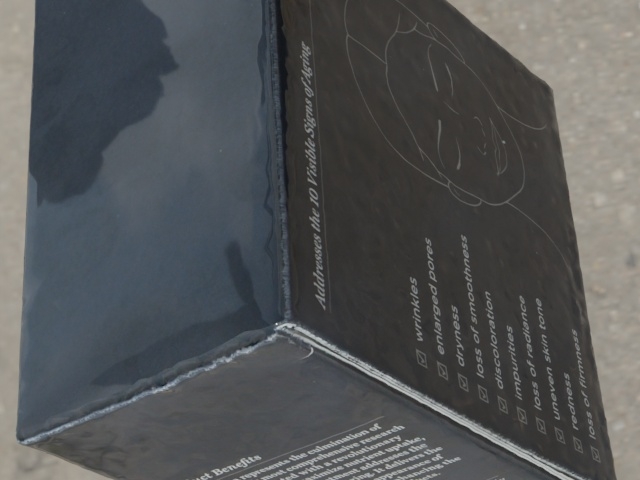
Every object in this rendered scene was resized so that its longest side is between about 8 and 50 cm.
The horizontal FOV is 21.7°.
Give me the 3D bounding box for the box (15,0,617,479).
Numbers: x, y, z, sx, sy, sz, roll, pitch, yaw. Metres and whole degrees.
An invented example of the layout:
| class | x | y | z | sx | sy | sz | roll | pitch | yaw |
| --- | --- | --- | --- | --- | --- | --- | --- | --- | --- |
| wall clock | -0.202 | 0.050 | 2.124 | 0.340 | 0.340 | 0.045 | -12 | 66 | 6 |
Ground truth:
| class | x | y | z | sx | sy | sz | roll | pitch | yaw |
| --- | --- | --- | --- | --- | --- | --- | --- | --- | --- |
| box | 0.000 | 0.000 | 1.513 | 0.297 | 0.472 | 0.480 | -24 | 53 | 29 |
